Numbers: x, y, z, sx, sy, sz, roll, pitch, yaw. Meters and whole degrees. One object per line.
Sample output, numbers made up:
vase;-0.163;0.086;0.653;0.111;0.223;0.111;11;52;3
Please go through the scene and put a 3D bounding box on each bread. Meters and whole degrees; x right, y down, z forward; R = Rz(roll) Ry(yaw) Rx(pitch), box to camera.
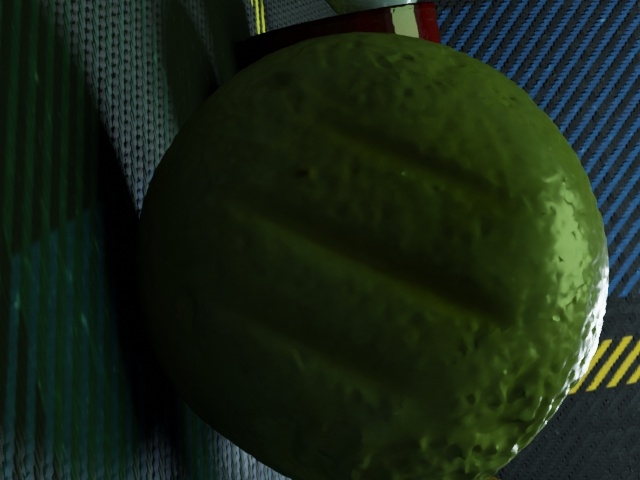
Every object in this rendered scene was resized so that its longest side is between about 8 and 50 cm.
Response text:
bread;0.035;0.017;1.268;0.237;0.320;0.320;88;-5;-70

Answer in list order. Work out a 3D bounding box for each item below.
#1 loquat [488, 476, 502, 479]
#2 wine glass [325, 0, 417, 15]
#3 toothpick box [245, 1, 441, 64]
loquat;0.100;0.313;1.560;0.263;0.263;0.263;-11;90;-82
wine glass;0.070;-0.209;2.160;0.267;0.267;0.406;-81;164;-68
toothpick box;0.051;-0.063;1.930;0.204;0.204;0.333;-26;105;-82
